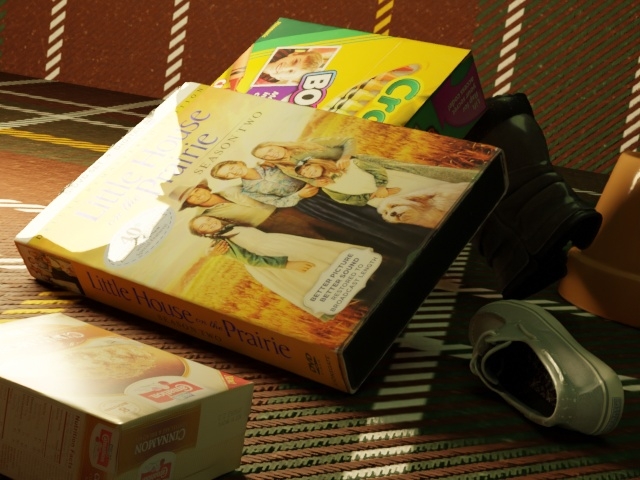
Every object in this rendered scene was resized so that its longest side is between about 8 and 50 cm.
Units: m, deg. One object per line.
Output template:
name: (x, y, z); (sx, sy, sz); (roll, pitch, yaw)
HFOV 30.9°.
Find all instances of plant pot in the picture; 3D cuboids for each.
plant pot: (0.477, -0.001, 1.530); (0.290, 0.203, 0.291); (8, 11, -2)

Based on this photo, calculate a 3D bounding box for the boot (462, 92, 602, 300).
boot: (0.202, -0.010, 1.496); (0.118, 0.338, 0.223); (-10, 64, -30)

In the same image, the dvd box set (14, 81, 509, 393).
dvd box set: (-0.064, -0.027, 1.185); (0.420, 0.062, 0.307); (17, 49, 33)

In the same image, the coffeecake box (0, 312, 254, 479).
coffeecake box: (-0.164, 0.113, 0.792); (0.185, 0.068, 0.142); (16, 12, 29)

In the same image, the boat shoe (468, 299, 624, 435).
boat shoe: (0.184, 0.108, 1.062); (0.081, 0.079, 0.227); (9, 13, -24)

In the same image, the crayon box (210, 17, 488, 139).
crayon box: (-0.029, -0.109, 1.398); (0.313, 0.106, 0.363); (17, 55, 39)
